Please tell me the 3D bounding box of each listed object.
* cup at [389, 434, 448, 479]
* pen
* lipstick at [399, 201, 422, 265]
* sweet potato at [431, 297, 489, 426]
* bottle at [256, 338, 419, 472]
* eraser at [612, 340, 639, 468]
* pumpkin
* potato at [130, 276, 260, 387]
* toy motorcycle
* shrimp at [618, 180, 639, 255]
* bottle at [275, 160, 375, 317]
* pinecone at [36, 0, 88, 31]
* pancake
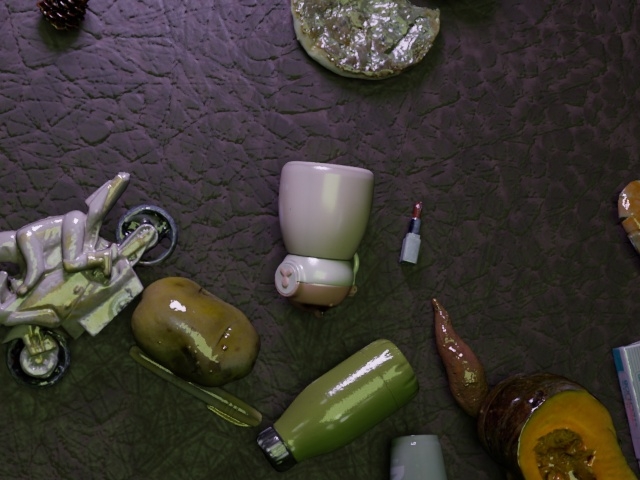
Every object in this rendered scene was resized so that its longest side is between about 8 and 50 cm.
[{"bbox_3d":[0.156,0.377,1.788,0.120,0.120,0.141,1,75,-10],"label":"cup"},{"bbox_3d":[-0.196,0.230,1.779,0.233,0.032,0.040,29,104,-5],"label":"pen"},{"bbox_3d":[0.152,-0.013,1.866,0.025,0.025,0.107,14,77,-8],"label":"lipstick"},{"bbox_3d":[0.227,0.198,1.840,0.068,0.068,0.226,-20,88,-11],"label":"sweet potato"},{"bbox_3d":[0.023,0.262,1.772,0.260,0.112,0.112,-33,91,-11],"label":"bottle"},{"bbox_3d":[0.559,0.276,1.897,0.095,0.052,0.225,-11,87,-13],"label":"eraser"},{"bbox_3d":[0.393,0.352,1.804,0.221,0.139,0.317,-26,93,-18],"label":"pumpkin"},{"bbox_3d":[-0.187,0.141,1.725,0.200,0.154,0.137,30,75,-2],"label":"potato"},{"bbox_3d":[-0.384,0.044,1.724,0.223,0.108,0.341,45,85,-8],"label":"toy motorcycle"},{"bbox_3d":[0.578,-0.004,1.930,0.115,0.051,0.217,-24,87,-14],"label":"shrimp"},{"bbox_3d":[0.000,0.000,1.783,0.147,0.147,0.237,7,91,-9],"label":"bottle"},{"bbox_3d":[-0.397,-0.370,1.777,0.077,0.083,0.077,23,40,-20],"label":"pinecone"},{"bbox_3d":[0.070,-0.378,1.882,0.253,0.037,0.254,1,83,-9],"label":"pancake"}]
